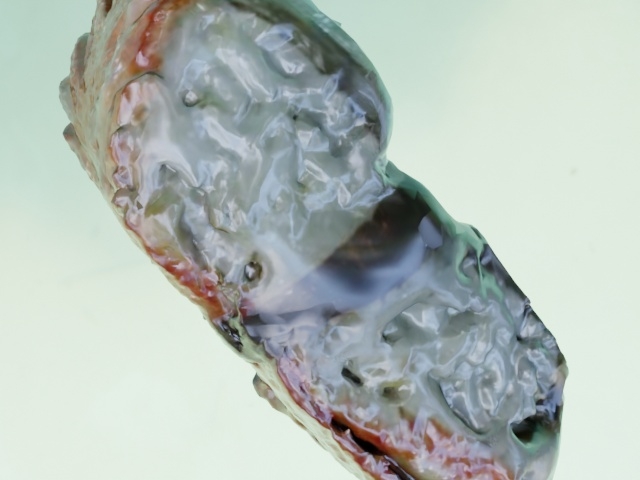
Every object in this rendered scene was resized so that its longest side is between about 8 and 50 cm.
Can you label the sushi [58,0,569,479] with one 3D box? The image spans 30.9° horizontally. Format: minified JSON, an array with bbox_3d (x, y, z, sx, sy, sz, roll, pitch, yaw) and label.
[{"bbox_3d":[0.000,0.000,0.515,0.130,0.124,0.332,-45,109,-12],"label":"sushi"}]
